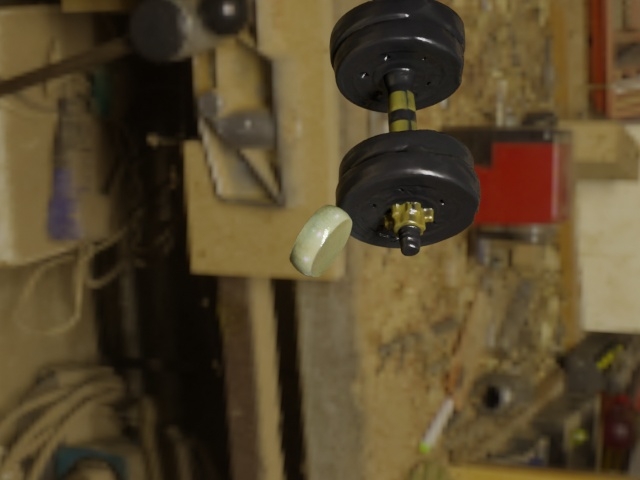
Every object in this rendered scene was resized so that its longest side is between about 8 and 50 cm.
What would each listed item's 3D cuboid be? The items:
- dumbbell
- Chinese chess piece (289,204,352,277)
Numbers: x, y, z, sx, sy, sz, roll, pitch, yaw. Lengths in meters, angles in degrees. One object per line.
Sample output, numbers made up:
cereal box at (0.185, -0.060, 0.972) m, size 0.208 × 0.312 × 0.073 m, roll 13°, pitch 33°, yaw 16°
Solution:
dumbbell at (0.105, -0.152, 1.928) m, size 0.185 × 0.185 × 0.388 m, roll 51°, pitch 32°, yaw -54°
Chinese chess piece at (0.000, 0.000, 1.662) m, size 0.084 × 0.034 × 0.084 m, roll -50°, pitch 163°, yaw -21°
